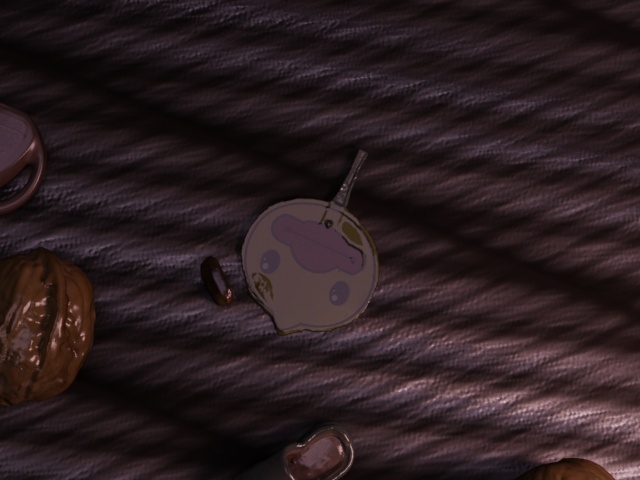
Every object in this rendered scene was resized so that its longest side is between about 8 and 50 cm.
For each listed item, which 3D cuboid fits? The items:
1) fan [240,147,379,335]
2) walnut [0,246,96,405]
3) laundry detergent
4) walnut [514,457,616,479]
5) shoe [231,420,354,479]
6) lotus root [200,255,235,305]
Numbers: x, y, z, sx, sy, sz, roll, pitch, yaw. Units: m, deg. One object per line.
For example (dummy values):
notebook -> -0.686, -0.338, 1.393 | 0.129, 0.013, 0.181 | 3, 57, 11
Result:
fan -> 0.000, 0.000, 1.964 | 0.229, 0.011, 0.335 | 24, 80, 0
walnut -> -0.438, 0.130, 1.825 | 0.198, 0.198, 0.245 | 8, 83, -3
laundry detergent -> -0.533, -0.101, 1.910 | 0.171, 0.076, 0.237 | 21, 80, -1
walnut -> 0.377, 0.461, 1.822 | 0.224, 0.225, 0.261 | -4, 80, -5
shoe -> -0.052, 0.369, 1.857 | 0.251, 0.100, 0.103 | -36, 86, -11
lotus root -> -0.168, 0.065, 1.932 | 0.037, 0.030, 0.083 | -25, 83, -6
